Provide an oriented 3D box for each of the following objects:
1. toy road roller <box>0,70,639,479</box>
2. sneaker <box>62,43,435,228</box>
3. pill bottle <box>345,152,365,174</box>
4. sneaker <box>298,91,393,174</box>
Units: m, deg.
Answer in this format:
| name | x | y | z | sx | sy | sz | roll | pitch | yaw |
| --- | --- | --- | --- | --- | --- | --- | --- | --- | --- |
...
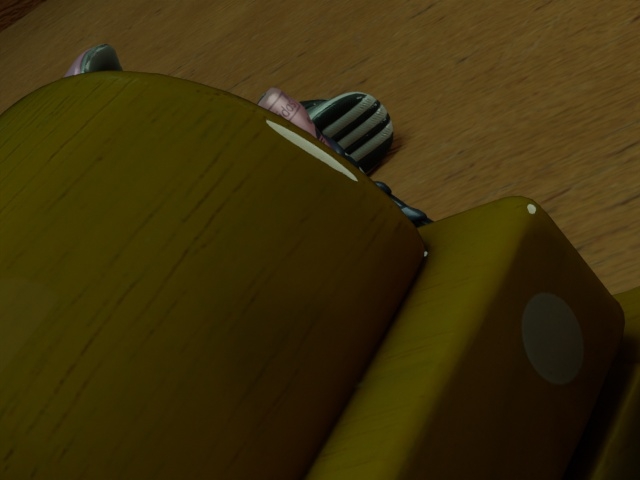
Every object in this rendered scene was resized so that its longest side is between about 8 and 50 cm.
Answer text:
| name | x | y | z | sx | sy | sz | roll | pitch | yaw |
| --- | --- | --- | --- | --- | --- | --- | --- | --- | --- |
| toy road roller | 0.011 | 0.066 | 0.379 | 0.329 | 0.240 | 0.202 | -21 | 28 | 46 |
| sneaker | 0.000 | 0.000 | 0.763 | 0.112 | 0.319 | 0.131 | -63 | -14 | -55 |
| pill bottle | -0.049 | 0.055 | 0.929 | 0.162 | 0.162 | 0.278 | -30 | 22 | 27 |
| sneaker | -0.049 | -0.046 | 1.272 | 0.229 | 0.086 | 0.132 | -31 | 15 | -2 |
